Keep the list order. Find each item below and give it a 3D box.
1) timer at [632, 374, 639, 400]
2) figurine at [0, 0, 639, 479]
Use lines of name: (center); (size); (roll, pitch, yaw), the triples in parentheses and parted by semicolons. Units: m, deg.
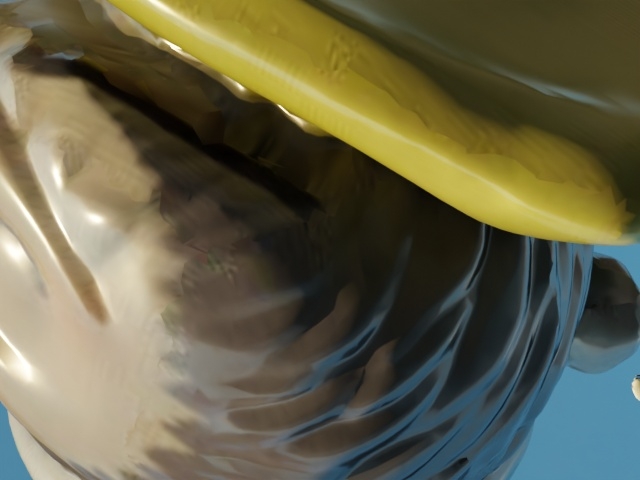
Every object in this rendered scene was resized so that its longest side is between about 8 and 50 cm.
timer: (0.444, 0.119, 1.453); (0.175, 0.266, 0.175); (4, -102, -20)
figurine: (0.000, 0.000, 0.583); (0.266, 0.378, 0.361); (43, -139, 20)
